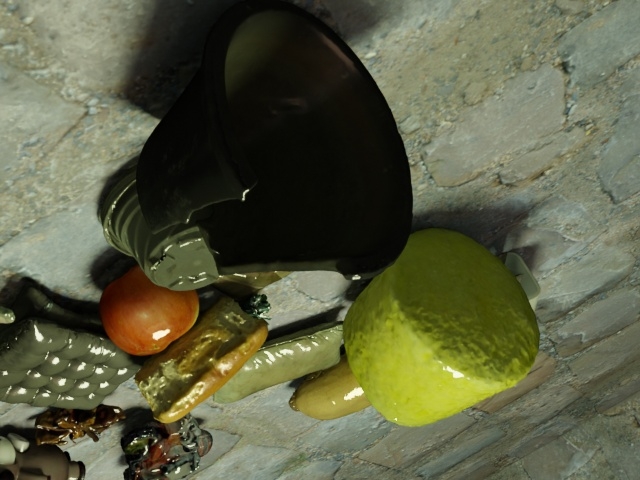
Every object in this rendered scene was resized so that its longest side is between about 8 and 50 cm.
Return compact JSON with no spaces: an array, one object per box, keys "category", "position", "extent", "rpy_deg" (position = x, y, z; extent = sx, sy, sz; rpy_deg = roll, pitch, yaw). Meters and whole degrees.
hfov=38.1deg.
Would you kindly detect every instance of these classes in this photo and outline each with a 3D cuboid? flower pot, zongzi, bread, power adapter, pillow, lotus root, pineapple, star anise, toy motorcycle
[{"category":"flower pot","position":[-0.080,-0.103,1.230],"extent":[0.251,0.380,0.379],"rpy_deg":[-25,155,38]},{"category":"zongzi","position":[-0.119,0.032,1.560],"extent":[0.176,0.079,0.160],"rpy_deg":[-21,154,22]},{"category":"bread","position":[-0.201,0.198,1.566],"extent":[0.245,0.121,0.174],"rpy_deg":[-39,-169,-12]},{"category":"power adapter","position":[0.403,0.104,2.027],"extent":[0.125,0.130,0.205],"rpy_deg":[-21,150,-10]},{"category":"bread","position":[0.222,0.175,1.824],"extent":[0.348,0.348,0.308],"rpy_deg":[-1,151,-36]},{"category":"pillow","position":[-0.436,0.197,1.575],"extent":[0.228,0.101,0.326],"rpy_deg":[-37,146,21]},{"category":"lotus root","position":[0.072,0.320,2.088],"extent":[0.303,0.131,0.146],"rpy_deg":[-30,176,7]},{"category":"pineapple","position":[-0.194,0.158,1.709],"extent":[0.221,0.083,0.103],"rpy_deg":[-27,161,0]},{"category":"star anise","position":[-0.482,0.362,1.806],"extent":[0.177,0.073,0.234],"rpy_deg":[2,149,-33]},{"category":"toy motorcycle","position":[-0.319,0.421,1.954],"extent":[0.207,0.134,0.401],"rpy_deg":[-15,148,-19]},{"category":"flower pot","position":[-0.205,-0.017,1.390],"extent":[0.235,0.141,0.235],"rpy_deg":[-18,146,-12]},{"category":"pillow","position":[-0.084,0.257,1.942],"extent":[0.302,0.075,0.185],"rpy_deg":[-17,150,-14]}]

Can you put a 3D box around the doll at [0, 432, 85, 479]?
[{"category":"doll","position":[-0.578,0.435,1.768],"extent":[0.257,0.182,0.117],"rpy_deg":[24,81,-46]}]

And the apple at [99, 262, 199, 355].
[{"category":"apple","position":[-0.280,0.106,1.507],"extent":[0.163,0.139,0.163],"rpy_deg":[-38,-170,8]}]

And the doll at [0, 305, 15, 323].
[{"category":"doll","position":[-0.589,0.118,1.337],"extent":[0.274,0.113,0.155],"rpy_deg":[-19,166,-24]}]
